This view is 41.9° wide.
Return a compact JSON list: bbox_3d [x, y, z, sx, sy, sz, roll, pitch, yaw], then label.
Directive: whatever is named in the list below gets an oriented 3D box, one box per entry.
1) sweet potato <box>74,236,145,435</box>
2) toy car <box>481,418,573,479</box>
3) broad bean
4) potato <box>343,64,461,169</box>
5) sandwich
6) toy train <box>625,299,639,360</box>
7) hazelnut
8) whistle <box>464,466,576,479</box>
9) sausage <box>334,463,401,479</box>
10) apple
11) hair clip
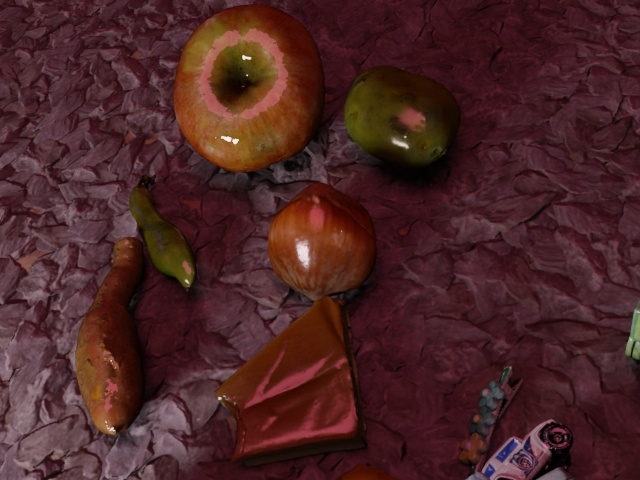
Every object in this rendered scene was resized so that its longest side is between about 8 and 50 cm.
[{"bbox_3d":[-0.327,0.147,1.313,0.109,0.109,0.385,-13,45,1],"label":"sweet potato"},{"bbox_3d":[0.256,0.303,1.078,0.171,0.080,0.070,-41,54,-19],"label":"toy car"},{"bbox_3d":[-0.282,-0.020,1.452,0.075,0.067,0.325,-38,49,2],"label":"broad bean"},{"bbox_3d":[0.142,-0.217,1.474,0.186,0.148,0.253,-8,41,-15],"label":"potato"},{"bbox_3d":[-0.052,0.201,1.233,0.212,0.063,0.244,-11,49,4],"label":"sandwich"},{"bbox_3d":[0.520,0.078,1.132,0.159,0.188,0.271,24,62,28],"label":"toy train"},{"bbox_3d":[0.000,0.000,1.315,0.182,0.182,0.182,-6,51,7],"label":"hazelnut"},{"bbox_3d":[0.201,0.366,0.989,0.269,0.180,0.093,-44,23,7],"label":"whistle"},{"bbox_3d":[0.007,0.446,0.996,0.134,0.116,0.353,25,63,12],"label":"sausage"},{"bbox_3d":[-0.123,-0.265,1.518,0.278,0.250,0.309,20,79,7],"label":"apple"},{"bbox_3d":[0.229,0.248,1.156,0.049,0.049,0.172,18,59,24],"label":"hair clip"}]
